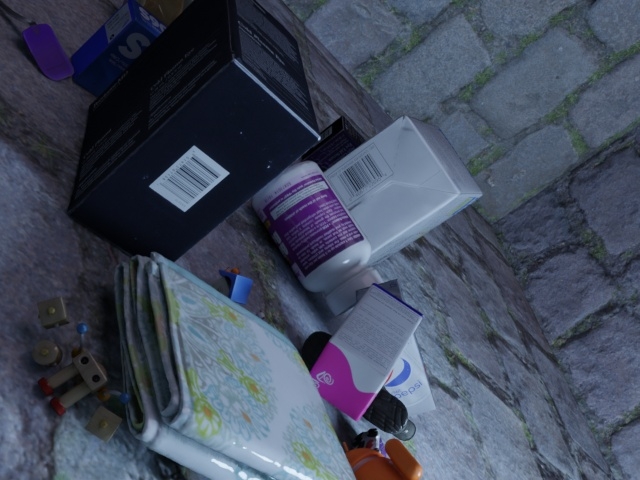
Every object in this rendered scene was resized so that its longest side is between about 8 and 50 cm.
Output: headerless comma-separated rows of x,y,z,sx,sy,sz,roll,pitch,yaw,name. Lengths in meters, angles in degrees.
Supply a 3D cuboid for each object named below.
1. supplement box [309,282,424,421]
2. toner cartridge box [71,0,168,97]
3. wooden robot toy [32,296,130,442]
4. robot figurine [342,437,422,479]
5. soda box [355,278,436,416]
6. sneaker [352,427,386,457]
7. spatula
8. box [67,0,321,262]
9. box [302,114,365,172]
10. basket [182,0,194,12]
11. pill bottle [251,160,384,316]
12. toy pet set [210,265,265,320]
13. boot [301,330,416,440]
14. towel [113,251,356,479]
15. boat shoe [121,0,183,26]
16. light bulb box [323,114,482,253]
0.077,0.183,1.278,0.114,0.111,0.220,33,30,6,supplement box
-0.272,-0.276,1.416,0.347,0.165,0.075,33,29,-44,toner cartridge box
-0.278,0.152,0.863,0.173,0.076,0.079,56,-16,8,wooden robot toy
0.089,0.382,1.086,0.128,0.158,0.219,-26,37,-34,robot figurine
0.151,0.221,1.504,0.098,0.091,0.286,-96,168,-55,soda box
0.092,0.385,1.285,0.071,0.068,0.170,57,18,-9,sneaker
-0.518,-0.389,1.239,0.296,0.030,0.084,49,28,-12,spatula
-0.196,-0.185,1.164,0.179,0.343,0.313,38,25,-34,box
0.070,-0.216,2.119,0.207,0.153,0.108,45,21,-22,box
-0.285,-0.466,1.739,0.227,0.154,0.204,63,11,14,basket
0.000,0.000,1.568,0.302,0.169,0.169,57,19,9,pill bottle
-0.132,0.081,1.281,0.114,0.065,0.122,25,33,-54,toy pet set
0.069,0.280,1.402,0.246,0.083,0.161,41,-9,20,boot
-0.113,0.203,1.015,0.374,0.090,0.321,39,16,-37,towel
-0.363,-0.428,1.554,0.122,0.110,0.341,47,34,-38,boat shoe
0.170,-0.106,1.854,0.225,0.357,0.361,58,19,8,light bulb box
